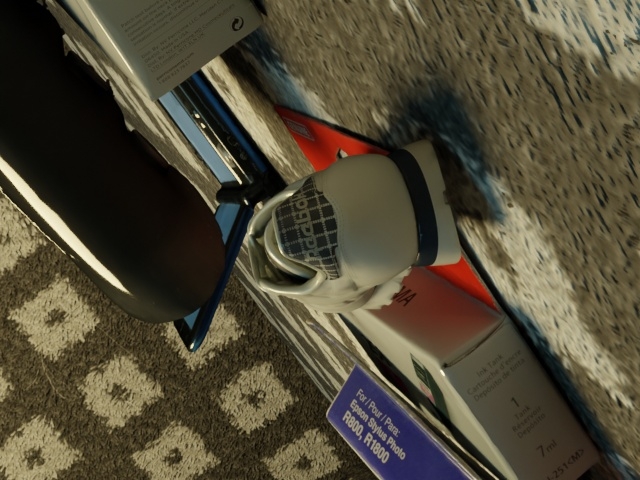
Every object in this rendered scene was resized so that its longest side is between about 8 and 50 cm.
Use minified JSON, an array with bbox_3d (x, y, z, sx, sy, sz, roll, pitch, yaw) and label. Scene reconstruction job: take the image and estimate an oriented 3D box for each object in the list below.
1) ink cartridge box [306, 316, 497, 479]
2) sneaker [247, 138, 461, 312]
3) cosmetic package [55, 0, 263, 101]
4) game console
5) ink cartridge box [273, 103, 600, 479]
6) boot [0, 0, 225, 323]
[{"bbox_3d":[0.137,0.232,0.932,0.330,0.071,0.324,42,179,-36],"label":"ink cartridge box"},{"bbox_3d":[0.000,0.000,0.686,0.235,0.095,0.090,129,122,-74],"label":"sneaker"},{"bbox_3d":[-0.212,-0.287,0.771,0.377,0.097,0.284,45,168,46],"label":"cosmetic package"},{"bbox_3d":[-0.154,-0.044,1.274,0.250,0.173,0.293,53,172,-8],"label":"game console"},{"bbox_3d":[0.050,0.033,0.820,0.239,0.060,0.275,54,173,-21],"label":"ink cartridge box"},{"bbox_3d":[-0.215,-0.092,0.779,0.445,0.146,0.367,58,179,-35],"label":"boot"}]
